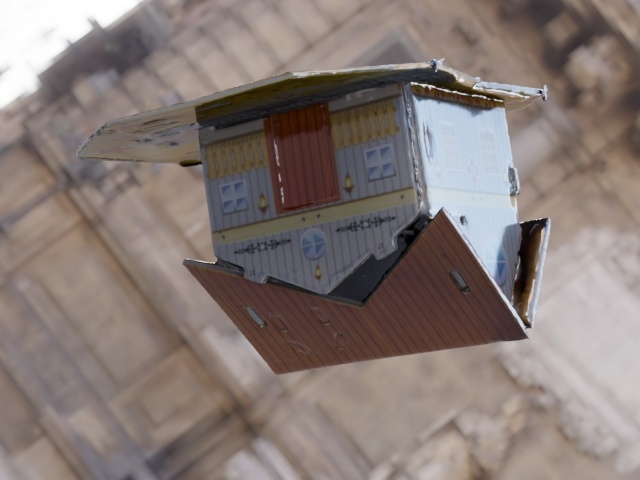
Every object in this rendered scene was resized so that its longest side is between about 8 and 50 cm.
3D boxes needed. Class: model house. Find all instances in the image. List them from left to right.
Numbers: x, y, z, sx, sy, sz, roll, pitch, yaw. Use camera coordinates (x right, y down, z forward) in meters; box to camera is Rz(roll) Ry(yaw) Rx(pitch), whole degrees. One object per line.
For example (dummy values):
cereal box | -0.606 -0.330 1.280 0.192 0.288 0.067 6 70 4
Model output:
model house | 0.000 0.000 0.936 0.207 0.219 0.136 2 77 -60
